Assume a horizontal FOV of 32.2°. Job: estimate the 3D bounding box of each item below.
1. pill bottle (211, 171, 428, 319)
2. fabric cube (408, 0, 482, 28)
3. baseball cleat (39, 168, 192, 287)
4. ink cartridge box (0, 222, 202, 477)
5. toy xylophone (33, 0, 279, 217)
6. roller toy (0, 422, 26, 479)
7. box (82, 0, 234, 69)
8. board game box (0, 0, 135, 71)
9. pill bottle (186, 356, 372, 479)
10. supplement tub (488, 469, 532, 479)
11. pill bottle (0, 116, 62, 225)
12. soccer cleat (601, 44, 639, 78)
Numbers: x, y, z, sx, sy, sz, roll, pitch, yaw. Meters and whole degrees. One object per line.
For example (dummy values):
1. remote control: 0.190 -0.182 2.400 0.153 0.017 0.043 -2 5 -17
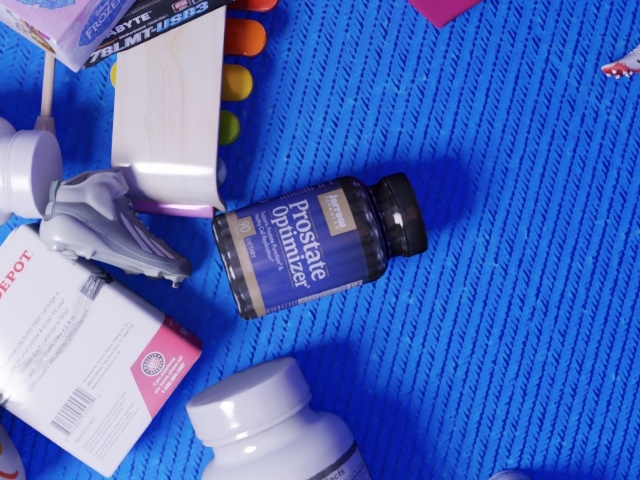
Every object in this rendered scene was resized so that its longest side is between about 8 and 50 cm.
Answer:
1. pill bottle: 0.000 0.000 1.217 0.219 0.123 0.122 -18 95 -4
2. fabric cube: 0.147 -0.409 1.140 0.254 0.258 0.259 44 88 -5
3. baseball cleat: -0.204 -0.016 1.179 0.072 0.206 0.109 4 80 34
4. ink cartridge box: -0.274 0.115 1.208 0.237 0.100 0.172 36 89 -7
5. toy xylophone: -0.183 -0.188 1.207 0.236 0.081 0.322 12 94 6
6. roller toy: -0.418 0.236 1.159 0.146 0.209 0.191 -37 57 -3
7. box: -0.174 -0.364 1.152 0.293 0.073 0.295 -24 69 -4
8. board game box: -0.267 -0.374 1.092 0.319 0.066 0.318 33 79 16
9. pill bottle: -0.023 0.296 1.204 0.176 0.176 0.318 -23 95 -4
10. supplement tub: 0.228 0.308 1.263 0.071 0.107 0.071 0 93 -5
11. pill bottle: -0.388 -0.073 1.157 0.216 0.121 0.121 3 93 7
12. soccer cleat: 0.365 -0.210 1.288 0.083 0.029 0.035 -7 85 -8
